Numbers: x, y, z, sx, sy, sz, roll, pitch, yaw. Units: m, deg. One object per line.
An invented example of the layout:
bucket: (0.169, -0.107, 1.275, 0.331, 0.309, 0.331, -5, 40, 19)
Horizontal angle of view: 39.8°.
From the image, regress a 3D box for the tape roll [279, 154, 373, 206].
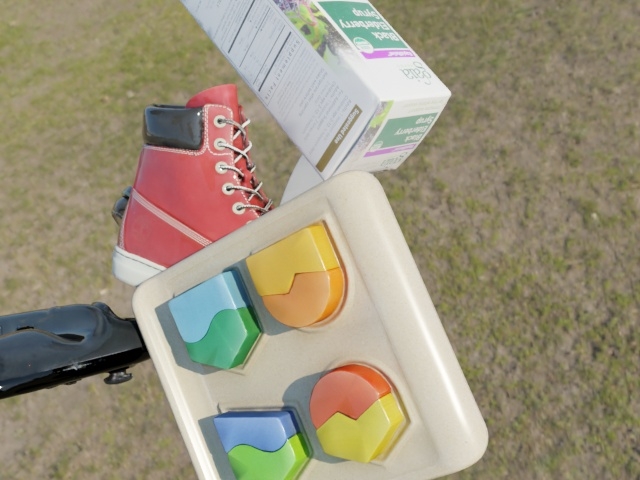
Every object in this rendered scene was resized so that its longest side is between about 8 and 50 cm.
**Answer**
tape roll: (0.000, 0.000, 1.058, 0.072, 0.219, 0.219, 14, 46, 10)

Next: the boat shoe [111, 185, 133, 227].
boat shoe: (-0.174, 0.075, 1.121, 0.104, 0.307, 0.110, -41, 18, -13)

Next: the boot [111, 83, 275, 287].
boot: (-0.048, -0.023, 0.691, 0.244, 0.176, 0.088, 19, 14, 21)

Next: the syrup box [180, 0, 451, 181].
syrup box: (-0.010, -0.166, 0.739, 0.093, 0.096, 0.237, -15, 59, -45)

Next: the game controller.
game controller: (-0.275, 0.102, 0.695, 0.319, 0.067, 0.166, -11, 8, 43)

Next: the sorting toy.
sorting toy: (-0.021, 0.081, 0.573, 0.208, 0.193, 0.038, -26, -8, 28)
